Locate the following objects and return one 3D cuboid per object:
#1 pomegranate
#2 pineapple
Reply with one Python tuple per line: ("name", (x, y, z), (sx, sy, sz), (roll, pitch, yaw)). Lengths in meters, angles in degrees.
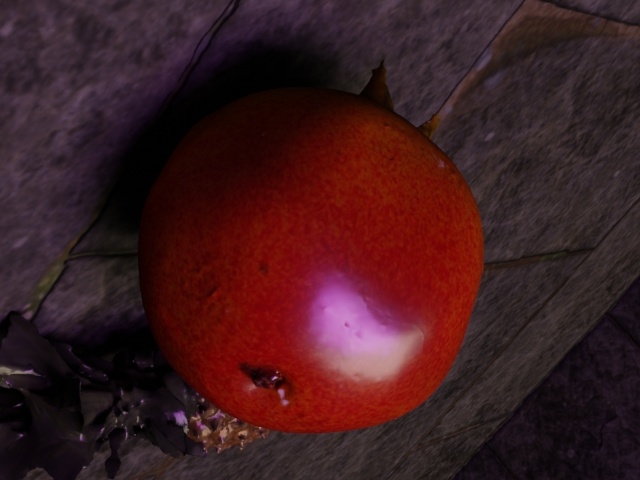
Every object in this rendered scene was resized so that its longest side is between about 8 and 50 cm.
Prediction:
("pomegranate", (0.000, 0.000, 0.795), (0.256, 0.221, 0.221), (-60, 170, -34))
("pineapple", (-0.134, 0.108, 0.911), (0.119, 0.130, 0.277), (-19, 172, 29))
